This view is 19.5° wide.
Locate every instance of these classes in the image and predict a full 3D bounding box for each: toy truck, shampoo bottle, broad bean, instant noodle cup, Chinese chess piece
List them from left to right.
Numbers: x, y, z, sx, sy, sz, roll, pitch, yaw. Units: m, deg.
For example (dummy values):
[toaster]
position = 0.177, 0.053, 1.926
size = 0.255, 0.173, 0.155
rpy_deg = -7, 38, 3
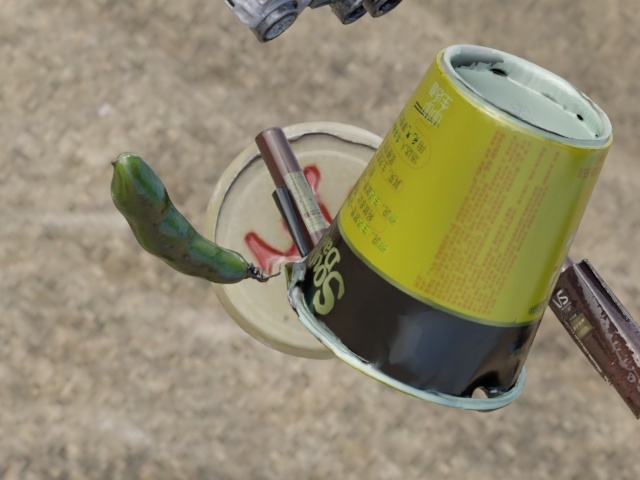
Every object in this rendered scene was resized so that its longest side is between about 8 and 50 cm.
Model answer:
[broad bean]
position = -0.122, -0.010, 1.617
size = 0.227, 0.069, 0.039
rpy_deg = 37, 28, -48
[Chinese chess piece]
position = 0.000, 0.000, 1.961
size = 0.249, 0.250, 0.103
rpy_deg = 38, -2, -3
[toy truck]
position = 0.007, -0.230, 1.367
size = 0.110, 0.116, 0.216
rpy_deg = 53, 37, 11
[instant noodle cup]
position = 0.110, -0.019, 1.457
size = 0.215, 0.236, 0.215
rpy_deg = 21, 24, -10
[shampoo bottle]
position = 0.287, 0.076, 1.957
size = 0.236, 0.068, 0.067
rpy_deg = 54, 14, 21

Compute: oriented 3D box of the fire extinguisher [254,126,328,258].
[fire extinguisher]
position = -0.018, -0.024, 1.704
size = 0.173, 0.035, 0.049
rpy_deg = 65, 5, 13
